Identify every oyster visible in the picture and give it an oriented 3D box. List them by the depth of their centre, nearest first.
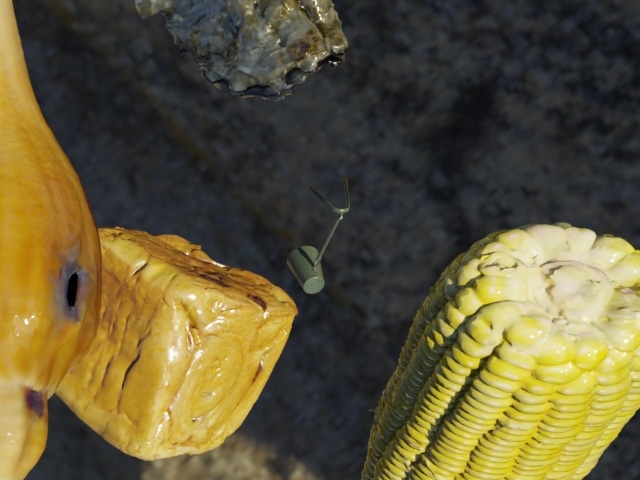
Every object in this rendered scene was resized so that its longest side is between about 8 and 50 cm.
[{"bbox_3d":[-0.075,-0.200,1.708,0.191,0.163,0.081,-3,153,15],"label":"oyster"}]

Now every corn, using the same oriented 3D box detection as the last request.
[{"bbox_3d":[0.061,0.055,0.648,0.063,0.085,0.165,62,153,24],"label":"corn"}]

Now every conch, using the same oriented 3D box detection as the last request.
[{"bbox_3d":[-0.130,-0.014,0.781,0.093,0.330,0.109,-12,151,31],"label":"conch"}]

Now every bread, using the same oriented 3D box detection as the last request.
[{"bbox_3d":[-0.129,0.081,1.588,0.143,0.149,0.158,31,107,26],"label":"bread"}]

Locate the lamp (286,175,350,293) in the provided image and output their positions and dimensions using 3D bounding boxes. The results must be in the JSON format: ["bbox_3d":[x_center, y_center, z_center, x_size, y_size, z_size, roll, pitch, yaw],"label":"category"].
[{"bbox_3d":[0.000,0.001,1.786,0.054,0.041,0.121,-111,28,-45],"label":"lamp"}]
